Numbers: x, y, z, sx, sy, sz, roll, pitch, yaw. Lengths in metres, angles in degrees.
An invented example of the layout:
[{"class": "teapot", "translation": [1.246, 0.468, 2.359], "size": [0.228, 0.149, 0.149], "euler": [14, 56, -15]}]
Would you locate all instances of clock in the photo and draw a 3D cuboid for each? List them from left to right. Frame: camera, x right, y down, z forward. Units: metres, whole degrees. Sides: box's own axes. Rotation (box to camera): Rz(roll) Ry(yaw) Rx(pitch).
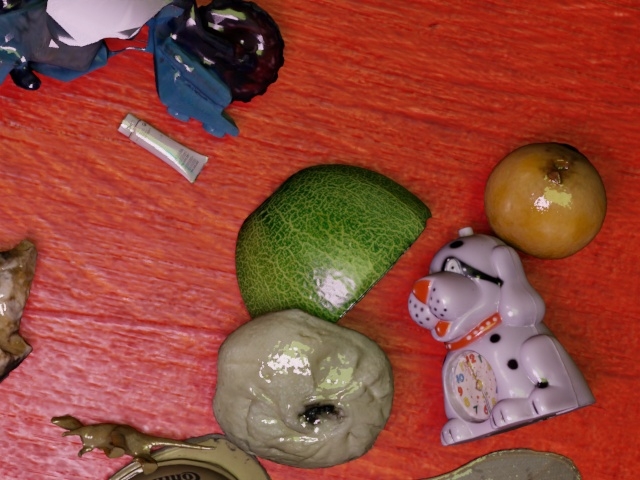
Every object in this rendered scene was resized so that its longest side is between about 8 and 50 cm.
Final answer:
[{"class": "clock", "translation": [0.203, 0.106, 1.555], "size": [0.188, 0.189, 0.254], "euler": [-17, 81, -10]}]

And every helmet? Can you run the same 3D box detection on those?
[{"class": "helmet", "translation": [-0.162, 0.343, 1.484], "size": [0.257, 0.137, 0.204], "euler": [-36, 92, -11]}]

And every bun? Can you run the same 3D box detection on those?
[{"class": "bun", "translation": [-0.025, 0.183, 1.496], "size": [0.221, 0.108, 0.221], "euler": [2, 128, 3]}]

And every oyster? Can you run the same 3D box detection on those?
[{"class": "oyster", "translation": [-0.426, 0.148, 1.465], "size": [0.110, 0.166, 0.341], "euler": [41, 63, 5]}]

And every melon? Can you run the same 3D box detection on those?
[{"class": "melon", "translation": [0.000, 0.000, 1.548], "size": [0.169, 0.129, 0.265], "euler": [44, 81, 0]}]

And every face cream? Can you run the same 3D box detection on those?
[{"class": "face cream", "translation": [-0.193, -0.114, 1.577], "size": [0.115, 0.020, 0.038], "euler": [32, 80, -6]}]

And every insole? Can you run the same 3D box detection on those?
[{"class": "insole", "translation": [0.160, 0.327, 1.603], "size": [0.348, 0.009, 0.119], "euler": [-5, 87, -10]}]

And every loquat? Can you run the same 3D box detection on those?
[{"class": "loquat", "translation": [0.275, -0.048, 1.586], "size": [0.163, 0.163, 0.137], "euler": [18, 60, -7]}]

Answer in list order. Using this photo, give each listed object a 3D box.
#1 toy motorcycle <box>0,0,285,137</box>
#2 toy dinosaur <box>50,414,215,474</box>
[{"class": "toy motorcycle", "translation": [-0.255, -0.238, 1.511], "size": [0.416, 0.172, 0.232], "euler": [22, 105, -23]}, {"class": "toy dinosaur", "translation": [-0.224, 0.230, 1.525], "size": [0.162, 0.126, 0.039], "euler": [-2, 109, -36]}]
